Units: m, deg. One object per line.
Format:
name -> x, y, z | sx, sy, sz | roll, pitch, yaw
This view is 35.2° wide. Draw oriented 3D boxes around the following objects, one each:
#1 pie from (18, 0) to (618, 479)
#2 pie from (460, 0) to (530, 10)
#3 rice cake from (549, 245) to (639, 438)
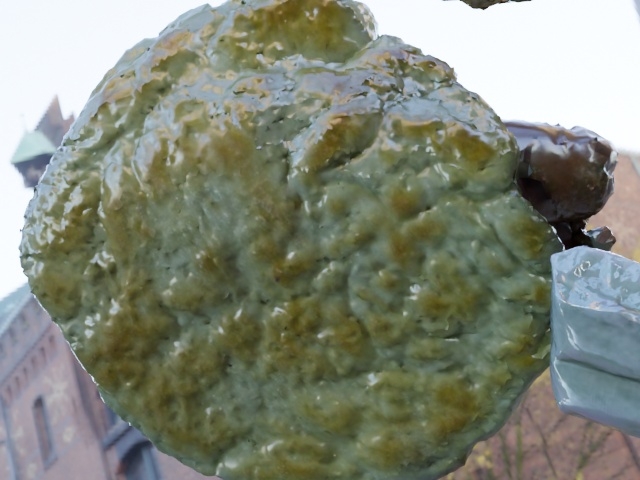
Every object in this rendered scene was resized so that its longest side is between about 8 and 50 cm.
pie -> -0.007, 0.006, 0.520 | 0.257, 0.274, 0.105 | -59, -1, 3
pie -> 0.058, -0.219, 0.253 | 0.340, 0.339, 0.083 | -8, 15, -23
rice cake -> 0.187, 0.063, 0.357 | 0.040, 0.226, 0.085 | -55, -32, -31
